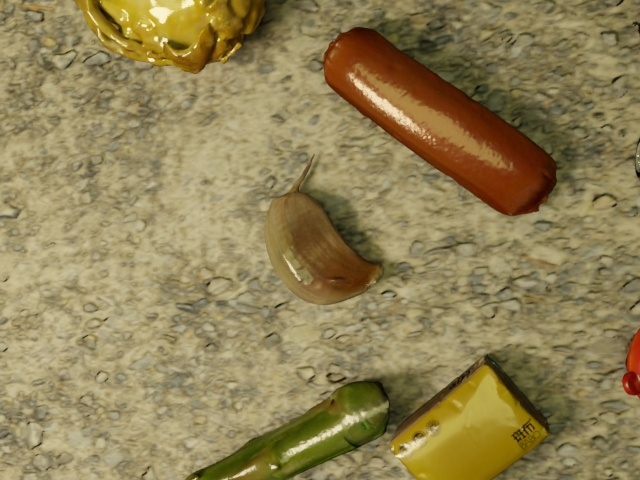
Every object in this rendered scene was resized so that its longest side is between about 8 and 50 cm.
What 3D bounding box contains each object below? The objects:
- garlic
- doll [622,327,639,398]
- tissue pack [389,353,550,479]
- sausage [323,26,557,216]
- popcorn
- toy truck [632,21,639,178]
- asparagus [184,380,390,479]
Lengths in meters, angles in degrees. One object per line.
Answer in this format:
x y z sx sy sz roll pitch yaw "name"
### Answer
-0.012 -0.003 0.896 0.129 0.090 0.198 -30 78 -5 "garlic"
0.457 0.145 0.795 0.217 0.085 0.183 -26 87 -6 "doll"
0.189 0.246 0.848 0.169 0.082 0.120 -42 84 9 "tissue pack"
0.145 -0.153 0.846 0.348 0.094 0.097 37 102 8 "sausage"
-0.189 -0.337 0.867 0.250 0.190 0.250 0 88 5 "popcorn"
0.460 -0.222 0.741 0.177 0.178 0.363 5 95 11 "toy truck"
-0.049 0.288 0.900 0.343 0.085 0.082 -32 81 12 "asparagus"
